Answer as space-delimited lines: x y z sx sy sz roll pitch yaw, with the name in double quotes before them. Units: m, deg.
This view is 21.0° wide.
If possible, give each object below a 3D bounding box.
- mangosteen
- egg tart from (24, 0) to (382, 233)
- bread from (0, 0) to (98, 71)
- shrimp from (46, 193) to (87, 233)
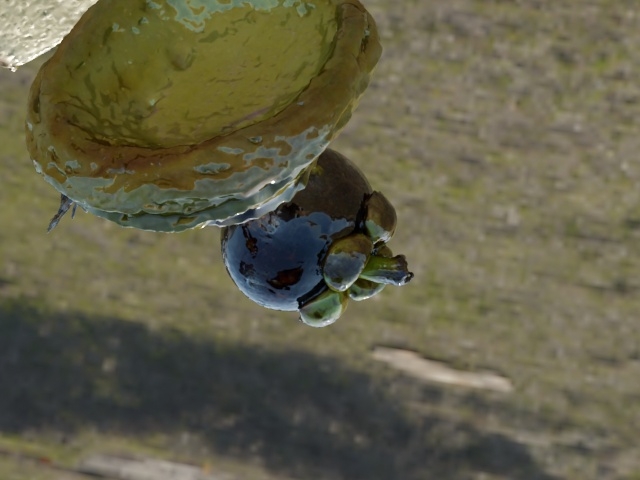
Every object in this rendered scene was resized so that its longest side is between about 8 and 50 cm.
"mangosteen" 0.000 0.000 1.897 0.217 0.192 0.192 29 178 26
"egg tart" -0.086 -0.103 1.351 0.294 0.294 0.123 6 138 21
"bread" -0.365 -0.388 1.928 0.207 0.279 0.279 -28 146 7
"shrimp" -0.201 -0.066 1.617 0.065 0.165 0.056 40 168 -19
